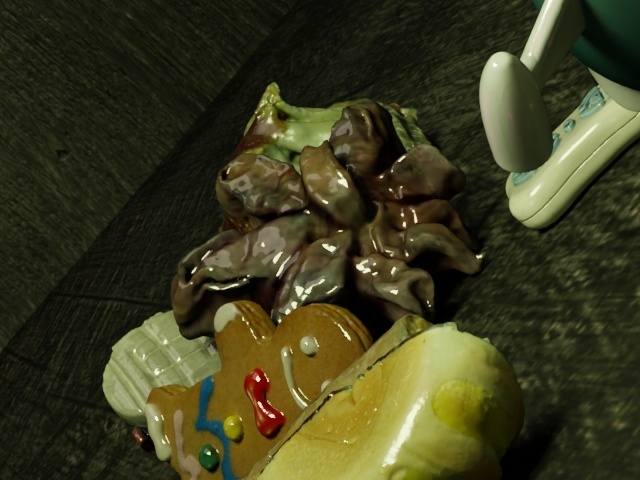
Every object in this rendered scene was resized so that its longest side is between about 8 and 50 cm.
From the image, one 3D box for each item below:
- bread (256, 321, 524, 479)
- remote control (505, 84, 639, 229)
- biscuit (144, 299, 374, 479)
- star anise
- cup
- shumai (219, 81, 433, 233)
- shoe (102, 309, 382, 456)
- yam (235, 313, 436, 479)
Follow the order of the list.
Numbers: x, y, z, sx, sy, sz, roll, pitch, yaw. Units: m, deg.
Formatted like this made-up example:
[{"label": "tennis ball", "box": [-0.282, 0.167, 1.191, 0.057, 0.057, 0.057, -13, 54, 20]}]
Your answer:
[{"label": "bread", "box": [0.037, 0.111, 0.920, 0.157, 0.083, 0.094, -47, 14, 17]}, {"label": "remote control", "box": [0.161, -0.060, 1.162, 0.122, 0.032, 0.074, -45, 11, 13]}, {"label": "biscuit", "box": [-0.037, 0.103, 1.140, 0.031, 0.138, 0.205, -4, -25, -43]}, {"label": "star anise", "box": [-0.002, -0.004, 1.239, 0.214, 0.099, 0.220, -26, 41, -11]}, {"label": "cup", "box": [0.181, -0.155, 1.006, 0.299, 0.167, 0.173, -51, -31, -16]}, {"label": "shumai", "box": [-0.009, -0.062, 1.540, 0.184, 0.142, 0.184, -46, 15, 16]}, {"label": "shoe", "box": [-0.035, 0.088, 1.314, 0.227, 0.125, 0.099, -28, 41, -18]}, {"label": "yam", "box": [-0.025, 0.154, 1.074, 0.299, 0.066, 0.066, -45, 11, 23]}]
